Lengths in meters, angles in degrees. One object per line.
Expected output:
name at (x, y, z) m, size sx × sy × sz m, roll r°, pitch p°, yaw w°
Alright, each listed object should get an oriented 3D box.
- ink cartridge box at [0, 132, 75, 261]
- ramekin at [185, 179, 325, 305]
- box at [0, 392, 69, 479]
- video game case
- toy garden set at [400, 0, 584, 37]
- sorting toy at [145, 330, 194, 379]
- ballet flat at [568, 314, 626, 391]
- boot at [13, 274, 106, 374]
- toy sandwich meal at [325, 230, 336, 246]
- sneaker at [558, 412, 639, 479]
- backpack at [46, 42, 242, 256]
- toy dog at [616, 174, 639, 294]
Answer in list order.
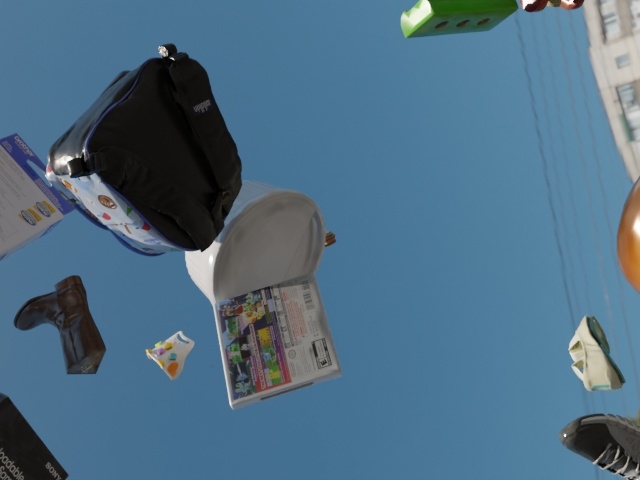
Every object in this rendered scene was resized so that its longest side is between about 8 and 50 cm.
ink cartridge box at (-0.570, -0.055, 1.325) m, size 0.186 × 0.065 × 0.311 m, roll 49°, pitch -145°, yaw -4°
ramekin at (-0.128, 0.013, 1.463) m, size 0.273 × 0.127 × 0.273 m, roll -27°, pitch -49°, yaw -35°
box at (-0.290, 0.220, 0.642) m, size 0.162 × 0.029 × 0.116 m, roll -55°, pitch -40°, yaw -38°
video game case at (-0.074, 0.161, 1.294) m, size 0.023 × 0.183 × 0.201 m, roll 70°, pitch -177°, yaw -52°
toy garden set at (0.207, -0.255, 0.653) m, size 0.203 × 0.244 × 0.049 m, roll -14°, pitch -98°, yaw -33°
sorting toy at (-0.273, 0.202, 1.453) m, size 0.075 × 0.083 × 0.045 m, roll -42°, pitch -44°, yaw -20°
ballet flat at (0.523, 0.220, 1.532) m, size 0.086 × 0.086 × 0.248 m, roll 64°, pitch -164°, yaw -12°
boot at (-0.292, 0.111, 0.883) m, size 0.037 × 0.106 × 0.114 m, roll 23°, pitch -145°, yaw -58°
toy sandwich meal at (0.000, 0.000, 1.903) m, size 0.085 × 0.085 × 0.029 m, roll -26°, pitch -80°, yaw -49°
sneaker at (0.487, 0.352, 1.224) m, size 0.228 × 0.086 × 0.132 m, roll 15°, pitch -143°, yaw -19°
backpack at (-0.258, -0.105, 1.200) m, size 0.263 × 0.213 × 0.276 m, roll 50°, pitch -127°, yaw -27°
toy dog at (0.291, -0.037, 0.267) m, size 0.395 × 0.408 × 0.284 m, roll -18°, pitch -123°, yaw -29°
